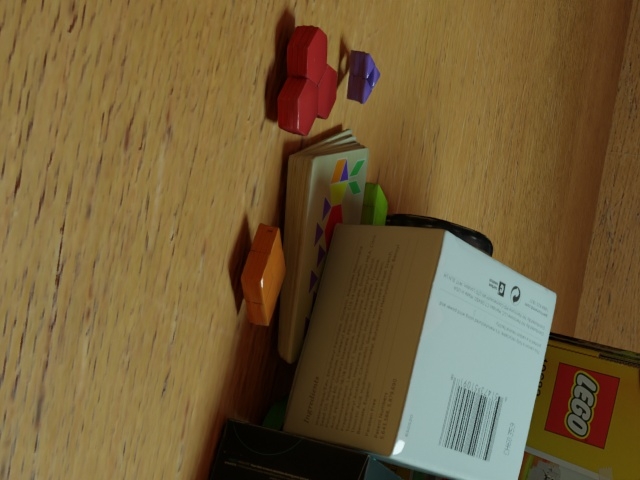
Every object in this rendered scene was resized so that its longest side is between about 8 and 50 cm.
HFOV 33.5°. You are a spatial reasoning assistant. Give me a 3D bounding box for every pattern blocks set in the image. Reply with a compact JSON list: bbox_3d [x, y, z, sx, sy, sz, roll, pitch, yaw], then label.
[{"bbox_3d":[0.000,0.000,0.893,0.285,0.026,0.324,0,100,-70],"label":"pattern blocks set"}]

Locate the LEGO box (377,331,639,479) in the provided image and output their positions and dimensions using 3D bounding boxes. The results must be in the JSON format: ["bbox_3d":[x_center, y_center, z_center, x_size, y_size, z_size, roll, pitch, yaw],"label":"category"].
[{"bbox_3d":[0.219,0.343,1.079,0.193,0.373,0.499,15,88,-42],"label":"LEGO box"}]

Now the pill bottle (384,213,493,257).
[{"bbox_3d":[0.091,0.093,1.050,0.123,0.123,0.219,35,67,-69],"label":"pill bottle"}]

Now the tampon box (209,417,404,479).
[{"bbox_3d":[-0.009,0.217,0.838,0.161,0.121,0.101,53,50,-64],"label":"tampon box"}]

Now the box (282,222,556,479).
[{"bbox_3d":[0.087,0.098,0.881,0.181,0.119,0.181,26,74,-45],"label":"box"}]
